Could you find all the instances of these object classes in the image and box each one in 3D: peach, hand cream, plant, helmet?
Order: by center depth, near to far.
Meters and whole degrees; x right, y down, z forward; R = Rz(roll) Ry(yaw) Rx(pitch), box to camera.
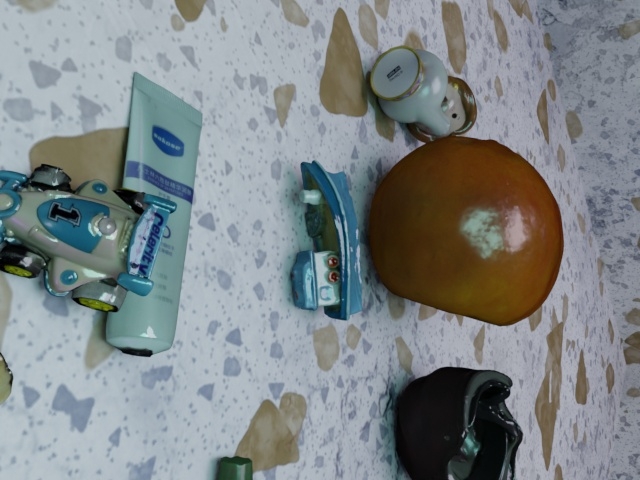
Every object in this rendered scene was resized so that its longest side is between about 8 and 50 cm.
[{"bbox_3d":[-0.190,-0.029,0.740,0.109,0.067,0.320,27,57,-49],"label":"hand cream"},{"bbox_3d":[-0.107,0.320,0.800,0.051,0.051,0.102,9,84,-54],"label":"plant"},{"bbox_3d":[0.250,-0.024,1.118,0.343,0.343,0.301,21,87,-52],"label":"peach"},{"bbox_3d":[0.236,0.365,1.173,0.225,0.177,0.305,-25,113,-47],"label":"helmet"}]

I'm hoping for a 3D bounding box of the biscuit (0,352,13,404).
[{"bbox_3d":[-0.328,0.145,0.501,0.188,0.052,0.056,-35,124,-55],"label":"biscuit"}]

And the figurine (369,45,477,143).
[{"bbox_3d":[0.203,-0.272,1.238,0.263,0.142,0.189,16,50,-53],"label":"figurine"}]

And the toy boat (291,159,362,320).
[{"bbox_3d":[0.000,0.000,0.961,0.098,0.109,0.237,-5,89,-21],"label":"toy boat"}]

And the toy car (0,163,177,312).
[{"bbox_3d":[-0.225,-0.014,0.613,0.161,0.098,0.126,28,62,-32],"label":"toy car"}]
